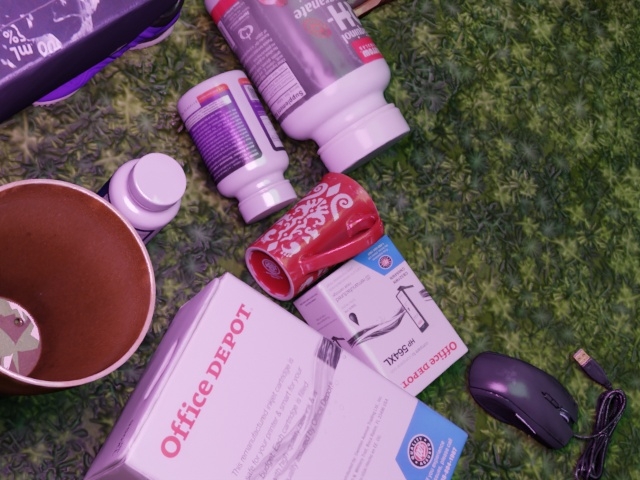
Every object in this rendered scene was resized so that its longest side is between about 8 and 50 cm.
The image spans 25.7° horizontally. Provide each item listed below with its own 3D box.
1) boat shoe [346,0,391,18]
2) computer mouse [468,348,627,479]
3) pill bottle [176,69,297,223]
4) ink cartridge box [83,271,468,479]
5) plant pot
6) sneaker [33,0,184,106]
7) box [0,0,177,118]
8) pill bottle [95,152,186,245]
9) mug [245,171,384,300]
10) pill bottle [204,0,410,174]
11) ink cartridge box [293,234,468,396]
[{"bbox_3d":[0.090,-0.397,2.160,0.207,0.073,0.073,-31,89,-34],"label":"boat shoe"},{"bbox_3d":[0.348,0.218,2.064,0.262,0.060,0.184,38,59,-11],"label":"computer mouse"},{"bbox_3d":[-0.109,-0.125,1.925,0.108,0.108,0.193,-23,82,-33],"label":"pill bottle"},{"bbox_3d":[-0.051,0.273,1.764,0.395,0.166,0.285,35,58,-13],"label":"ink cartridge box"},{"bbox_3d":[-0.346,0.082,1.628,0.237,0.254,0.237,10,67,-25],"label":"plant pot"},{"bbox_3d":[-0.291,-0.291,1.869,0.293,0.146,0.102,-39,91,-34],"label":"sneaker"},{"bbox_3d":[-0.440,-0.365,1.542,0.472,0.297,0.480,55,48,-7],"label":"box"},{"bbox_3d":[-0.234,-0.048,1.790,0.094,0.169,0.094,11,66,-25],"label":"pill bottle"},{"bbox_3d":[-0.007,-0.007,1.915,0.169,0.150,0.113,-39,93,-29],"label":"mug"},{"bbox_3d":[-0.012,-0.254,1.988,0.176,0.176,0.318,-31,87,-34],"label":"pill bottle"},{"bbox_3d":[0.085,0.119,1.946,0.148,0.086,0.203,-36,89,-34],"label":"ink cartridge box"}]
